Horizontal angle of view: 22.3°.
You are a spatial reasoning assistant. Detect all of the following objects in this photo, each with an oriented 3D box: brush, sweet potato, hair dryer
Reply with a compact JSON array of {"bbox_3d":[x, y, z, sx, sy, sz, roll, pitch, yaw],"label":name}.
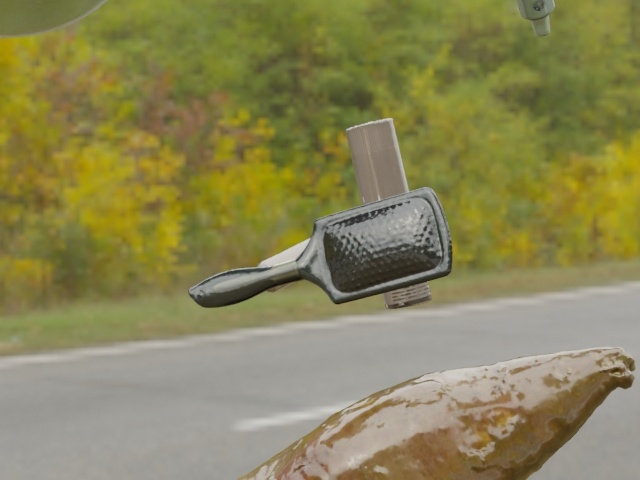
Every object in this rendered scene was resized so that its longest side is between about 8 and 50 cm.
[{"bbox_3d":[-0.003,0.017,1.110,0.193,0.063,0.016,-17,-14,20],"label":"brush"},{"bbox_3d":[0.066,0.156,1.146,0.336,0.131,0.131,-33,-3,9],"label":"sweet potato"},{"bbox_3d":[-0.005,-0.011,1.644,0.220,0.195,0.053,-12,1,-22],"label":"hair dryer"}]

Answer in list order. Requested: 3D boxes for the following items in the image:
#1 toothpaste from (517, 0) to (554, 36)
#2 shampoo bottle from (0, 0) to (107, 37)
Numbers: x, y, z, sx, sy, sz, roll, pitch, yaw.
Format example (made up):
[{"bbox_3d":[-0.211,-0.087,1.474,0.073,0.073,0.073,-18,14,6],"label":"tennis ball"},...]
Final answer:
[{"bbox_3d":[0.164,-0.250,1.327,0.029,0.197,0.048,15,48,37],"label":"toothpaste"},{"bbox_3d":[-0.245,-0.338,1.211,0.322,0.322,0.317,-2,-41,-20],"label":"shampoo bottle"}]
